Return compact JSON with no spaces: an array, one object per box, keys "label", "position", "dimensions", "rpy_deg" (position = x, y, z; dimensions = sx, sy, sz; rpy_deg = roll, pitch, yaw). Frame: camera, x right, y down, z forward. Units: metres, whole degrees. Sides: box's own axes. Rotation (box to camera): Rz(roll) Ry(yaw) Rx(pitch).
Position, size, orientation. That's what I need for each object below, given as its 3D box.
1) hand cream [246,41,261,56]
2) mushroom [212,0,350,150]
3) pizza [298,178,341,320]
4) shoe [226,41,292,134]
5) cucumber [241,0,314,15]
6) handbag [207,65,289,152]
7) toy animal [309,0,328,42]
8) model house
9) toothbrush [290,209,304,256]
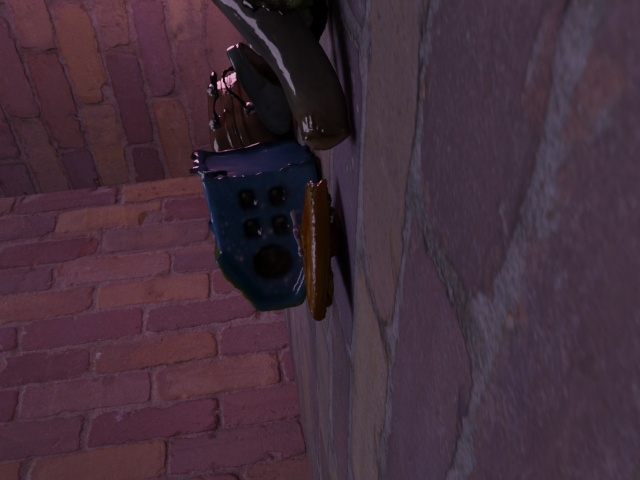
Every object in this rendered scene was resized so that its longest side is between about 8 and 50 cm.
[{"label":"hand cream","position":[-0.157,-0.606,1.717],"dimensions":[0.111,0.070,0.312],"rpy_deg":[-160,67,-81]},{"label":"mushroom","position":[-0.047,-0.230,0.805],"dimensions":[0.096,0.099,0.278],"rpy_deg":[-39,80,45]},{"label":"pizza","position":[0.000,0.000,1.039],"dimensions":[0.193,0.053,0.200],"rpy_deg":[-120,28,-75]},{"label":"shoe","position":[-0.098,-0.310,1.390],"dimensions":[0.251,0.100,0.103],"rpy_deg":[47,-154,-58]},{"label":"cucumber","position":[-0.026,-0.386,0.635],"dimensions":[0.325,0.105,0.145],"rpy_deg":[90,-163,-49]},{"label":"handbag","position":[-0.171,-0.267,1.580],"dimensions":[0.301,0.149,0.283],"rpy_deg":[-99,-16,-44]},{"label":"toy animal","position":[-0.022,-0.289,0.858],"dimensions":[0.105,0.070,0.202],"rpy_deg":[171,93,-70]},{"label":"model house","position":[-0.099,-0.025,1.266],"dimensions":[0.237,0.216,0.303],"rpy_deg":[-117,16,-71]},{"label":"toothbrush","position":[-0.036,-0.013,1.054],"dimensions":[0.131,0.011,0.013],"rpy_deg":[-104,2,-58]}]
